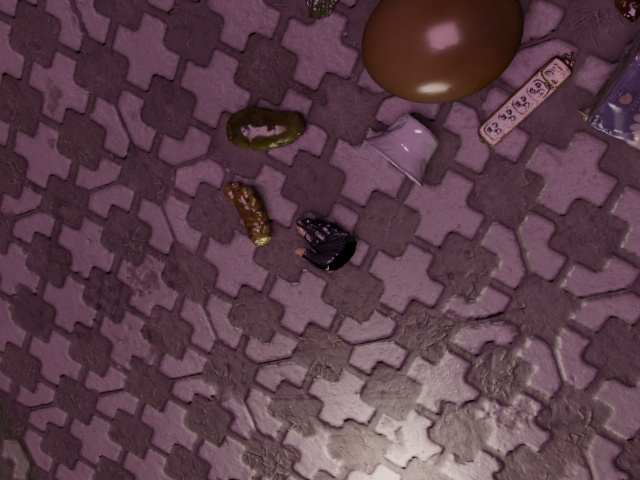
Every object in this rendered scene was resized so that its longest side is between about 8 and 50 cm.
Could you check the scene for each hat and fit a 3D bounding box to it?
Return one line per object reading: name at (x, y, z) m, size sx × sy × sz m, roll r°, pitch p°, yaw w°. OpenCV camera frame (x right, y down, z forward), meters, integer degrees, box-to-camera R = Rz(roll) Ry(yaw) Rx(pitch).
hat at (0.221, -0.239, 1.910) m, size 0.203 × 0.203 × 0.126 m, roll 42°, pitch 100°, yaw 1°

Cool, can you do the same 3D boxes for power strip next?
power strip at (0.496, -0.339, 1.830) m, size 0.064 × 0.044 × 0.305 m, roll 45°, pitch 117°, yaw 0°

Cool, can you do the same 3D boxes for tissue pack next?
tissue pack at (0.796, -0.287, 1.650) m, size 0.343 × 0.125 × 0.242 m, roll 26°, pitch 141°, yaw 3°

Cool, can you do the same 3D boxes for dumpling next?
dumpling at (0.645, -0.293, 1.785) m, size 0.077 × 0.059 × 0.043 m, roll 38°, pitch 107°, yaw -1°

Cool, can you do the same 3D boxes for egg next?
egg at (0.270, -0.463, 1.719) m, size 0.373 × 0.301 × 0.301 m, roll -21°, pitch 102°, yaw 25°

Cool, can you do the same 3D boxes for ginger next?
ginger at (-0.195, -0.087, 2.155) m, size 0.115 × 0.081 × 0.205 m, roll -32°, pitch 95°, yaw 34°

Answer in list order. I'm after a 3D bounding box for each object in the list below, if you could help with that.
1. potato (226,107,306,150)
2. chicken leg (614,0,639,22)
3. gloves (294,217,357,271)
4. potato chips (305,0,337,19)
potato at (-0.150, -0.303, 2.053) m, size 0.225 × 0.090 × 0.117 m, roll -1°, pitch 103°, yaw 13°
chicken leg at (0.796, -0.523, 1.635) m, size 0.304 × 0.093 × 0.113 m, roll 6°, pitch 86°, yaw 28°
gloves at (0.003, -0.002, 2.121) m, size 0.180 × 0.106 × 0.129 m, roll 44°, pitch 121°, yaw 33°
potato chips at (-0.001, -0.661, 1.899) m, size 0.091 × 0.028 × 0.208 m, roll 5°, pitch 113°, yaw 17°
